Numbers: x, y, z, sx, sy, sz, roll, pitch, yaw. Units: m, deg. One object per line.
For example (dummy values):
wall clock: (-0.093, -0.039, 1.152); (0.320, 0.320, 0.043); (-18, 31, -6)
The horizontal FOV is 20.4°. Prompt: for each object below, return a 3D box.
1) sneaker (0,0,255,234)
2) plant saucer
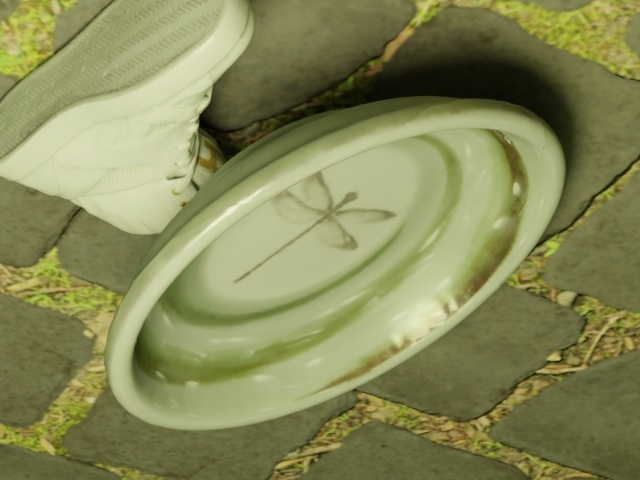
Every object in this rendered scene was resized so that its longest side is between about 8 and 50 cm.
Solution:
sneaker: (-0.112, -0.099, 1.368); (0.169, 0.108, 0.292); (28, 143, -33)
plant saucer: (0.000, 0.000, 1.415); (0.400, 0.100, 0.400); (-23, 152, -13)
